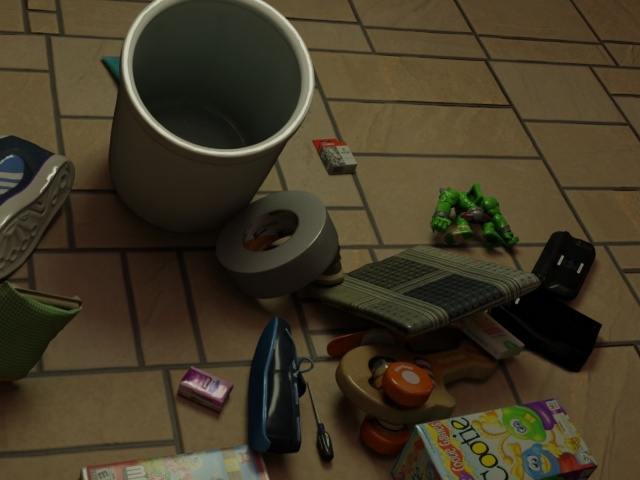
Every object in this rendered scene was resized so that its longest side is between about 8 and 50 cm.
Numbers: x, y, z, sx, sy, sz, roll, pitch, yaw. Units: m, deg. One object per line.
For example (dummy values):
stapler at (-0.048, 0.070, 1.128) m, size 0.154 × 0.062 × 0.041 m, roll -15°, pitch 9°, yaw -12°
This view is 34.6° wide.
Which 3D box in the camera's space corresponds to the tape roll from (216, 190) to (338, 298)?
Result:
tape roll at (-0.080, 0.005, 1.899) m, size 0.219 × 0.072 × 0.219 m, roll -17°, pitch 38°, yaw 13°

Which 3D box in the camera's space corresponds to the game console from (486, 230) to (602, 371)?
game console at (0.487, 0.102, 2.103) m, size 0.213 × 0.044 × 0.361 m, roll 30°, pitch 44°, yaw 9°

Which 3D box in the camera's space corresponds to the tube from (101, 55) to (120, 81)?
tube at (-0.411, -0.353, 2.256) m, size 0.080 × 0.052 × 0.207 m, roll -5°, pitch 42°, yaw -30°

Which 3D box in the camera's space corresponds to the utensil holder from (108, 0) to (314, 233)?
utensil holder at (-0.216, -0.215, 1.869) m, size 0.327 × 0.385 × 0.328 m, roll 6°, pitch 67°, yaw -14°

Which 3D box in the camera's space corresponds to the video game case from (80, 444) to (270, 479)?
video game case at (-0.203, 0.413, 1.549) m, size 0.285 × 0.025 × 0.204 m, roll -3°, pitch 47°, yaw -23°

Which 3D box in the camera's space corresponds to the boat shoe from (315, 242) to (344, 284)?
boat shoe at (-0.001, 0.000, 1.982) m, size 0.080 × 0.073 × 0.223 m, roll -3°, pitch 32°, yaw -13°

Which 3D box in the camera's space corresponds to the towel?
towel at (0.183, 0.094, 1.897) m, size 0.312 × 0.056 × 0.324 m, roll -18°, pitch 21°, yaw -30°

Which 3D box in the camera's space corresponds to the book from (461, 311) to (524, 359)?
book at (0.303, 0.169, 1.937) m, size 0.144 × 0.035 × 0.096 m, roll 39°, pitch 23°, yaw 28°

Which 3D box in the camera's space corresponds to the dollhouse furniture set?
dollhouse furniture set at (-0.482, 0.178, 1.488) m, size 0.301 × 0.197 × 0.151 m, roll 19°, pitch 33°, yaw -56°

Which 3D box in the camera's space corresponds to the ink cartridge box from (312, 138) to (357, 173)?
ink cartridge box at (0.030, -0.194, 2.256) m, size 0.063 × 0.029 × 0.115 m, roll -5°, pitch 48°, yaw -24°

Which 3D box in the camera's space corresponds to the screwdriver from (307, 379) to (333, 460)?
screwdriver at (-0.003, 0.298, 1.739) m, size 0.024 × 0.025 × 0.170 m, roll 2°, pitch 46°, yaw -18°

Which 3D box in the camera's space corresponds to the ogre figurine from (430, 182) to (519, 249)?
ogre figurine at (0.321, -0.050, 2.164) m, size 0.197 × 0.097 × 0.118 m, roll 0°, pitch 56°, yaw -4°

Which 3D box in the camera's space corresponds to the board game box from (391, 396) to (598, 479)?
board game box at (0.280, 0.372, 1.674) m, size 0.275 × 0.144 × 0.142 m, roll -6°, pitch 49°, yaw -24°

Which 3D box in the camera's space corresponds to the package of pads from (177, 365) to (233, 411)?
package of pads at (-0.192, 0.247, 1.719) m, size 0.083 × 0.032 × 0.050 m, roll 23°, pitch 40°, yaw 5°

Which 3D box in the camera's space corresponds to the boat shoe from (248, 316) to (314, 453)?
boat shoe at (-0.069, 0.249, 1.721) m, size 0.089 × 0.109 × 0.258 m, roll 19°, pitch 49°, yaw -18°

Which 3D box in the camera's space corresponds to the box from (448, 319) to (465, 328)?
box at (0.190, 0.141, 1.903) m, size 0.136 × 0.028 × 0.081 m, roll 2°, pitch -11°, yaw 34°

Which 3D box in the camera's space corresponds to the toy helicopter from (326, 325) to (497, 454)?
toy helicopter at (0.171, 0.225, 1.830) m, size 0.355 × 0.140 × 0.235 m, roll -7°, pitch 39°, yaw -40°

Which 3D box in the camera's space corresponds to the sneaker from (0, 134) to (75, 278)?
sneaker at (-0.616, -0.071, 1.847) m, size 0.236 × 0.130 × 0.323 m, roll 17°, pitch 46°, yaw 12°
